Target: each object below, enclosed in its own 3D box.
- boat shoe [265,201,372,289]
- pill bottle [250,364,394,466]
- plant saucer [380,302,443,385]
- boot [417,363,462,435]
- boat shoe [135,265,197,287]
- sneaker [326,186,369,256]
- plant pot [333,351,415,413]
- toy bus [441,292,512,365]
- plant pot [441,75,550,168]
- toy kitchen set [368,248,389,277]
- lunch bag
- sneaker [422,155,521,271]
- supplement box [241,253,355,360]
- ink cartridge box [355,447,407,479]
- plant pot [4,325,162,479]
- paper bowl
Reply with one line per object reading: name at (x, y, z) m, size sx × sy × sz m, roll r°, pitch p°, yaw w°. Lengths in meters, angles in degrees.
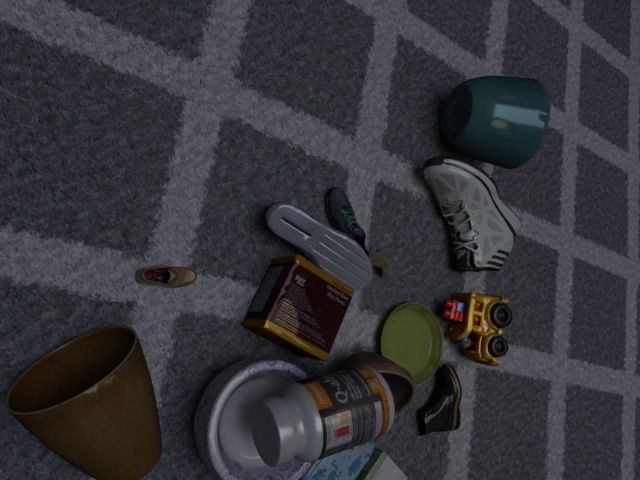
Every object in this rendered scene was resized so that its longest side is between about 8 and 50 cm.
boat shoe at (0.000, 0.000, 1.301) m, size 0.335 × 0.119 × 0.121 m, roll 40°, pitch 95°, yaw -20°
pill bottle at (0.006, 0.368, 1.061) m, size 0.279 × 0.162 × 0.162 m, roll -4°, pitch 86°, yaw -34°
plant saucer at (0.262, 0.303, 1.480) m, size 0.241 × 0.037 × 0.240 m, roll 4°, pitch 82°, yaw -32°
boot at (0.346, 0.477, 1.493) m, size 0.137 × 0.077 × 0.197 m, roll -2°, pitch 84°, yaw -28°
boat shoe at (-0.338, 0.082, 1.121) m, size 0.136 × 0.045 × 0.050 m, roll 0°, pitch 84°, yaw -33°
sneaker at (0.086, -0.044, 1.377) m, size 0.083 × 0.098 × 0.223 m, roll -17°, pitch 93°, yaw -34°
plant pot at (0.117, 0.369, 1.308) m, size 0.238 × 0.237 × 0.109 m, roll 26°, pitch 30°, yaw -27°
toy bus at (0.463, 0.264, 1.561) m, size 0.212 × 0.149 × 0.220 m, roll 14°, pitch 79°, yaw -17°
plant pot at (0.536, -0.392, 1.613) m, size 0.235 × 0.293 × 0.292 m, roll 6°, pitch 80°, yaw -16°
toy kitchen set at (0.152, 0.064, 1.451) m, size 0.083 × 0.075 × 0.068 m, roll 68°, pitch 8°, yaw -45°
lunch bag at (0.029, 0.532, 1.239) m, size 0.219 × 0.090 × 0.176 m, roll -50°, pitch 130°, yaw -17°
sneaker at (0.463, -0.053, 1.577) m, size 0.448 × 0.169 × 0.257 m, roll 37°, pitch 64°, yaw -26°
supplement box at (-0.053, 0.166, 1.242) m, size 0.191 × 0.129 × 0.194 m, roll 34°, pitch 67°, yaw -24°
ink cartridge box at (0.177, 0.710, 1.364) m, size 0.235 × 0.056 × 0.171 m, roll 51°, pitch 60°, yaw -14°
plant pot at (-0.408, 0.334, 0.955) m, size 0.237 × 0.237 × 0.254 m, roll -34°, pitch 116°, yaw -31°
paper bowl at (-0.145, 0.409, 1.141) m, size 0.285 × 0.148 × 0.283 m, roll 4°, pitch 82°, yaw -32°
